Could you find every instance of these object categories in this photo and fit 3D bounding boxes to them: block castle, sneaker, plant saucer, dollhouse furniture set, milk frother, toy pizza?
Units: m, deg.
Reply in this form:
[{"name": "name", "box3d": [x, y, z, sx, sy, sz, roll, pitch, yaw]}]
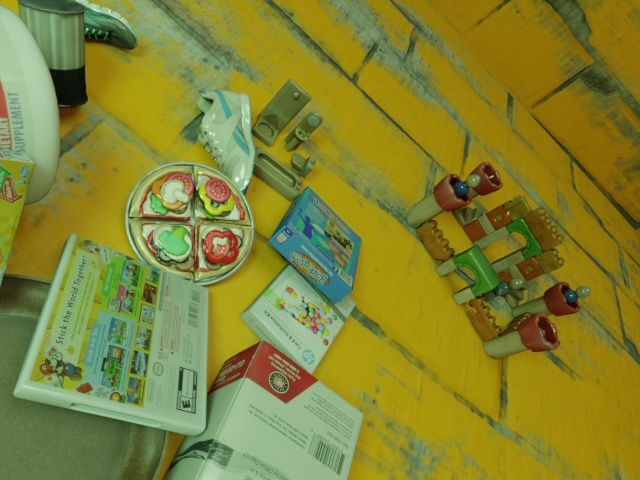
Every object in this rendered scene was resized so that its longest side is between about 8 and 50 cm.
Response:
[{"name": "block castle", "box3d": [0.452, 0.032, 1.197, 0.303, 0.213, 0.453, -22, 79, -48]}, {"name": "sneaker", "box3d": [-0.396, -0.363, 0.809, 0.166, 0.065, 0.076, 25, 65, -24]}, {"name": "sneaker", "box3d": [-0.171, -0.172, 0.870, 0.092, 0.087, 0.228, 1, 61, -24]}, {"name": "plant saucer", "box3d": [-0.305, 0.170, 0.488, 0.311, 0.050, 0.310, 34, 29, -22]}, {"name": "dollhouse furniture set", "box3d": [-0.059, -0.196, 0.947, 0.144, 0.123, 0.151, 37, 45, -19]}, {"name": "milk frother", "box3d": [-0.408, -0.264, 0.664, 0.129, 0.134, 0.143, 29, 35, 18]}, {"name": "toy pizza", "box3d": [-0.194, -0.031, 0.745, 0.201, 0.032, 0.201, 9, 72, -28]}]

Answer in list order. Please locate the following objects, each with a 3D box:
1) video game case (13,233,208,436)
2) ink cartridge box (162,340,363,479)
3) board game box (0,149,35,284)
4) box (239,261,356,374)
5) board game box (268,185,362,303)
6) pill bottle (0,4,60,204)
[{"name": "video game case", "box3d": [-0.234, 0.112, 0.598, 0.206, 0.026, 0.227, 29, 31, -32]}, {"name": "ink cartridge box", "box3d": [-0.078, 0.302, 0.609, 0.197, 0.114, 0.273, 41, 43, -16]}, {"name": "board game box", "box3d": [-0.350, -0.017, 0.460, 0.026, 0.154, 0.103, 36, 19, 29]}, {"name": "box", "box3d": [-0.032, 0.119, 0.829, 0.145, 0.038, 0.186, 48, 43, -6]}, {"name": "board game box", "box3d": [0.000, 0.000, 0.884, 0.160, 0.047, 0.210, 44, 24, -10]}, {"name": "pill bottle", "box3d": [-0.485, -0.113, 0.425, 0.408, 0.229, 0.229, -19, 77, -47]}]
